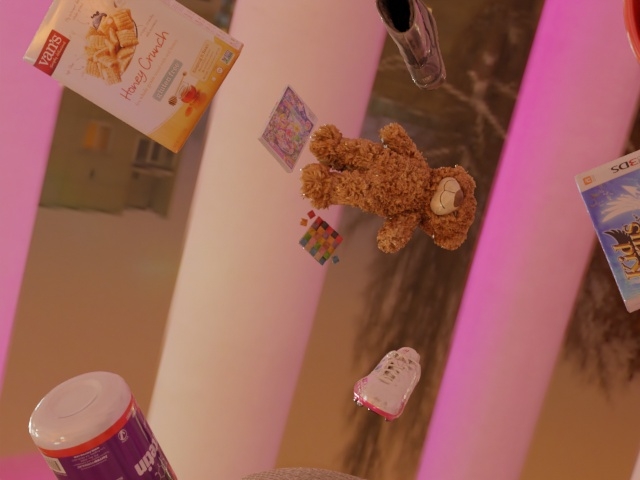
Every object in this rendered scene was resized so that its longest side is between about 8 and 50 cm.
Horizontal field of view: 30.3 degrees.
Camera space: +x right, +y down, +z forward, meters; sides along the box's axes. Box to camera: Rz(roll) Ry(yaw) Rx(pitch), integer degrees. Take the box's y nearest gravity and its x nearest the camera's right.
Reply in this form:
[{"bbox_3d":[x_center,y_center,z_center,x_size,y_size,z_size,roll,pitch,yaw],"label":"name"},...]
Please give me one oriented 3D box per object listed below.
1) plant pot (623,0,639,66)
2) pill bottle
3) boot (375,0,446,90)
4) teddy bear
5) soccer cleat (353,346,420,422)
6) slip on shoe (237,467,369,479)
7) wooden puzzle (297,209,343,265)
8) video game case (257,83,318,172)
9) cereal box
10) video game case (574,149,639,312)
[{"bbox_3d":[0.477,-0.245,1.336,0.275,0.274,0.243,18,180,14],"label":"plant pot"},{"bbox_3d":[-0.360,0.398,2.059,0.182,0.322,0.181,-17,-152,10],"label":"pill bottle"},{"bbox_3d":[0.120,-0.332,1.746,0.208,0.076,0.189,36,-152,-60],"label":"boot"},{"bbox_3d":[0.127,-0.102,2.121,0.338,0.113,0.245,32,-127,2],"label":"teddy bear"},{"bbox_3d":[0.154,0.299,2.586,0.116,0.143,0.331,30,-175,7],"label":"soccer cleat"},{"bbox_3d":[0.050,0.335,1.370,0.331,0.101,0.123,10,-172,8],"label":"slip on shoe"},{"bbox_3d":[0.000,0.000,1.636,0.083,0.049,0.006,43,162,-20],"label":"wooden puzzle"},{"bbox_3d":[-0.052,-0.183,1.940,0.011,0.122,0.087,-8,136,41],"label":"video game case"},{"bbox_3d":[-0.246,-0.248,1.558,0.240,0.173,0.047,30,-156,-10],"label":"cereal box"},{"bbox_3d":[0.609,-0.040,2.085,0.244,0.269,0.061,-23,150,13],"label":"video game case"}]
